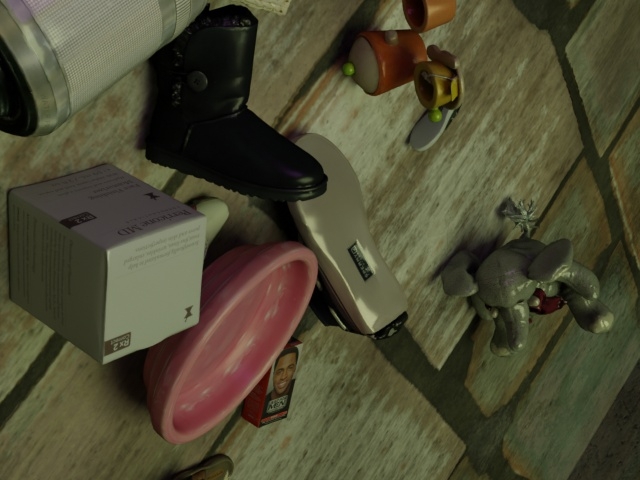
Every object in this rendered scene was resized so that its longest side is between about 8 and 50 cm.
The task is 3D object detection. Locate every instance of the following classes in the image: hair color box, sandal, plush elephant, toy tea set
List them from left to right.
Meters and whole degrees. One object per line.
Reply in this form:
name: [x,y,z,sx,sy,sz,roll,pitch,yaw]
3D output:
sandal: [-0.196,0.396,1.724,0.180,0.049,0.072,-23,129,-44]
hair color box: [-0.078,0.227,1.774,0.072,0.043,0.141,-12,120,-48]
toy tea set: [0.099,-0.334,1.535,0.124,0.200,0.336,-16,114,-20]
plush elephant: [0.389,0.097,2.132,0.255,0.271,0.330,-32,107,-57]

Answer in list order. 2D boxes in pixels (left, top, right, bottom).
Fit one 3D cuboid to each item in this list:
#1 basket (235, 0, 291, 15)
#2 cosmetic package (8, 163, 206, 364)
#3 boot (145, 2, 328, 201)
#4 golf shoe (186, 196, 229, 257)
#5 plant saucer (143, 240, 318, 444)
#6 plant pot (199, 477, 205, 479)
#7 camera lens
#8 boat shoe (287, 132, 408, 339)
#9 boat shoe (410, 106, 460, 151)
basket: [-0.103,-0.341,1.302,0.167,0.113,0.103,2,112,-54]
cosmetic package: [-0.251,0.022,1.280,0.151,0.183,0.151,-23,129,-45]
boot: [-0.097,-0.171,1.318,0.094,0.246,0.207,-50,153,-59]
golf shoe: [-0.178,0.018,1.465,0.186,0.086,0.067,-49,141,-23]
plant saucer: [-0.135,0.130,1.536,0.332,0.084,0.332,-48,162,-21]
plant pot: [-0.213,0.571,1.629,0.235,0.267,0.267,-22,134,-11]
camera lens: [-0.255,-0.251,1.061,0.274,0.219,0.219,-44,142,-26]
boat shoe: [0.000,0.000,1.679,0.127,0.158,0.341,-33,108,-31]
boat shoe: [0.203,-0.203,1.862,0.142,0.049,0.040,-56,146,-15]
